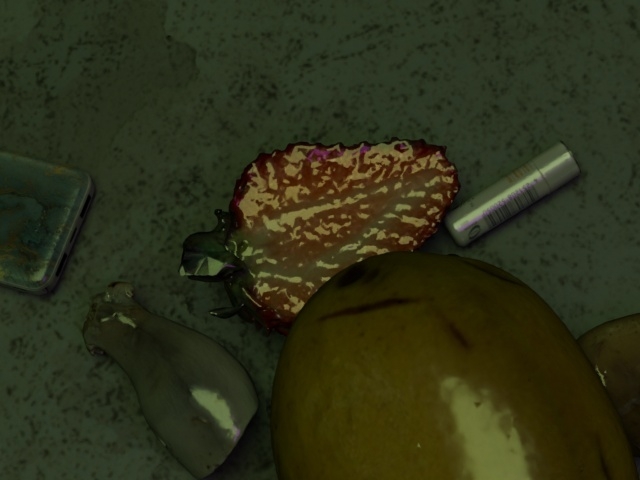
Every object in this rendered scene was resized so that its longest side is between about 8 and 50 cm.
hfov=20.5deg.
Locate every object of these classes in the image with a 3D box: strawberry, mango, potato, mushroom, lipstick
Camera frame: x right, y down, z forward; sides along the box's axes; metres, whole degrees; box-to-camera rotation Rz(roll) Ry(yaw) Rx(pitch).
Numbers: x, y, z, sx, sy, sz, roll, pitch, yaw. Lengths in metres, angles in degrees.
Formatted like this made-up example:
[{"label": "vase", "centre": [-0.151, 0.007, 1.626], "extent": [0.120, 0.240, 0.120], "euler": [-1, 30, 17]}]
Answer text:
[{"label": "strawberry", "centre": [0.000, 0.000, 1.724], "extent": [0.286, 0.106, 0.188], "euler": [-21, 71, -9]}, {"label": "mango", "centre": [0.119, 0.212, 1.519], "extent": [0.301, 0.220, 0.445], "euler": [-28, 60, 15]}, {"label": "potato", "centre": [0.305, 0.128, 1.589], "extent": [0.176, 0.137, 0.137], "euler": [-18, 67, 8]}, {"label": "mushroom", "centre": [-0.147, 0.126, 1.712], "extent": [0.225, 0.093, 0.116], "euler": [47, 106, 18]}, {"label": "lipstick", "centre": [0.185, -0.044, 1.726], "extent": [0.141, 0.040, 0.040], "euler": [-33, 66, 0]}]

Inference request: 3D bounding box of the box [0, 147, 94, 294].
[{"label": "box", "centre": [-0.385, -0.039, 1.856], "extent": [0.285, 0.044, 0.142], "euler": [14, 70, 17]}]
